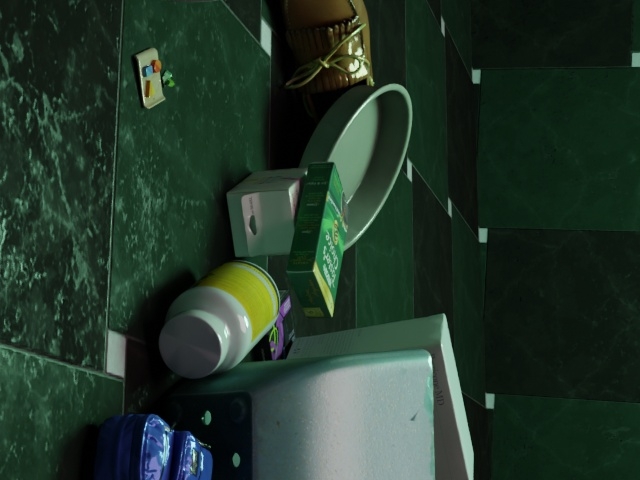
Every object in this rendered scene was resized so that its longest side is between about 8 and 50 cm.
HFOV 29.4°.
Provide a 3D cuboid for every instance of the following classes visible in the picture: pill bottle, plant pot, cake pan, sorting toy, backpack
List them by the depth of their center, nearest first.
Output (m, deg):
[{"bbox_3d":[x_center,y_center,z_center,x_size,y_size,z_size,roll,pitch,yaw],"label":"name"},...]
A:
[{"bbox_3d":[-0.169,0.222,1.219,0.120,0.101,0.098,56,27,-54],"label":"backpack"},{"bbox_3d":[-0.188,-0.189,1.399,0.083,0.012,0.062,-52,135,-66],"label":"sorting toy"},{"bbox_3d":[-0.042,0.250,1.402,0.252,0.248,0.247,8,77,-46],"label":"plant pot"},{"bbox_3d":[-0.119,0.093,1.411,0.184,0.103,0.103,-44,128,-70],"label":"pill bottle"},{"bbox_3d":[0.048,-0.117,1.922,0.293,0.054,0.293,-47,152,-35],"label":"cake pan"}]

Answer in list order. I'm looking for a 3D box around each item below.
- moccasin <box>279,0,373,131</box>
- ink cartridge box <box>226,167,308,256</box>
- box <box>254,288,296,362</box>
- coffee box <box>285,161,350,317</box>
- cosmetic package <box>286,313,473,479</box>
[{"bbox_3d":[0.012,-0.275,1.925,0.380,0.139,0.147,81,5,-50],"label":"moccasin"},{"bbox_3d":[-0.064,-0.037,1.654,0.143,0.090,0.092,-51,135,-68],"label":"ink cartridge box"},{"bbox_3d":[-0.060,0.164,1.734,0.116,0.029,0.162,-51,136,-67],"label":"box"},{"bbox_3d":[0.000,0.000,1.631,0.113,0.040,0.184,71,24,-49],"label":"coffee box"},{"bbox_3d":[0.085,0.242,1.703,0.138,0.225,0.224,-69,146,-74],"label":"cosmetic package"}]
